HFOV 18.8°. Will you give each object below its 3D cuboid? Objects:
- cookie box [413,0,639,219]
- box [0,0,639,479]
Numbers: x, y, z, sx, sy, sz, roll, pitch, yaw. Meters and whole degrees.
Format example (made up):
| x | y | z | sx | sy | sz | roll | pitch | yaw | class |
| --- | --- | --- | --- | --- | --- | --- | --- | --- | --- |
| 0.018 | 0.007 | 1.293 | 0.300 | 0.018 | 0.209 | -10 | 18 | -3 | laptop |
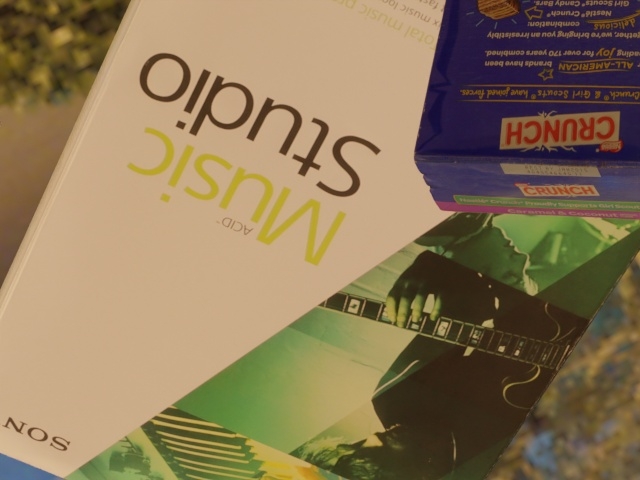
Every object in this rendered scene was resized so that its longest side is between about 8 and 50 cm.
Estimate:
| x | y | z | sx | sy | sz | roll | pitch | yaw | class |
| --- | --- | --- | --- | --- | --- | --- | --- | --- | --- |
| 0.084 | -0.062 | 0.605 | 0.092 | 0.107 | 0.040 | 4 | 155 | 22 | cookie box |
| 0.000 | 0.000 | 0.830 | 0.058 | 0.232 | 0.322 | -81 | -164 | -56 | box |
